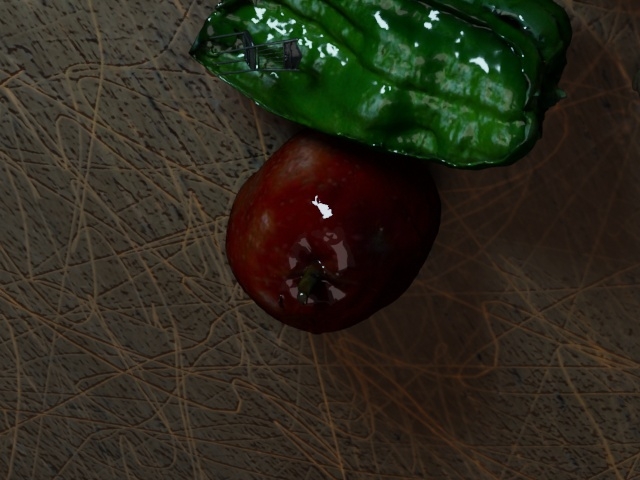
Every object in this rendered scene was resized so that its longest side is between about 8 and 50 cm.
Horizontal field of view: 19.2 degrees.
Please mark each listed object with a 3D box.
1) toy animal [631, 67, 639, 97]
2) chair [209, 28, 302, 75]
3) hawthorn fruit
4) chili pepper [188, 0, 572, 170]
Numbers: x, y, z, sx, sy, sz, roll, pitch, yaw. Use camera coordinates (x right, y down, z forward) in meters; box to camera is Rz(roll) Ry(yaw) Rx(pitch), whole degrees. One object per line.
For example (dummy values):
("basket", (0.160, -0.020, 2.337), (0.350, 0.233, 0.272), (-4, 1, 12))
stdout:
("toy animal", (0.416, -0.159, 1.882), (0.214, 0.093, 0.186), (2, 122, 20))
("chair", (-0.063, -0.182, 1.828), (0.086, 0.042, 0.037), (-6, 122, -8))
("hawthorn fruit", (0.000, 0.000, 1.989), (0.230, 0.266, 0.210), (-31, 100, 27))
("chili pepper", (0.064, -0.200, 1.875), (0.385, 0.167, 0.213), (17, 117, 12))
